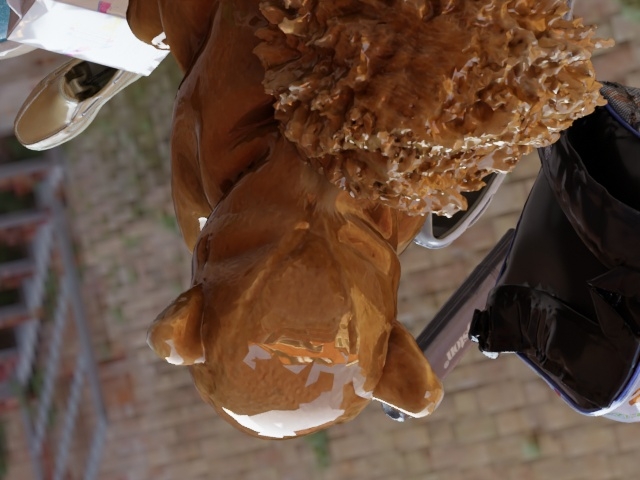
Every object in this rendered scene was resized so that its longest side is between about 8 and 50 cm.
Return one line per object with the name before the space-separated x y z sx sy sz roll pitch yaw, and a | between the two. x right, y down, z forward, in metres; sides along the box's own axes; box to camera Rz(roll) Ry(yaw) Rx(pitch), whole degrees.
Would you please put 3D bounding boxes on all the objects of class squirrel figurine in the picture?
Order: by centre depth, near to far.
squirrel figurine | 0.007 -0.073 1.244 0.281 0.370 0.397 19 147 -10

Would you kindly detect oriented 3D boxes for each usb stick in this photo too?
usb stick | 0.161 0.093 2.223 0.278 0.045 0.077 -47 149 -28

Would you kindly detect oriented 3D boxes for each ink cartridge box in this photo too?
ink cartridge box | -0.187 -0.206 1.569 0.143 0.092 0.090 14 156 -21

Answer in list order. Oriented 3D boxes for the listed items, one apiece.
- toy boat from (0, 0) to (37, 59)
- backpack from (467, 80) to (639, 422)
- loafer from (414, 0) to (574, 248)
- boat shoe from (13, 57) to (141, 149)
toy boat | -0.331 -0.315 1.802 0.318 0.267 0.148 27 175 23
backpack | 0.259 0.025 1.529 0.213 0.276 0.263 8 -158 -12
loafer | 0.174 -0.137 1.952 0.112 0.319 0.111 21 -173 -15
boat shoe | -0.251 -0.156 1.981 0.190 0.068 0.072 -39 178 23
